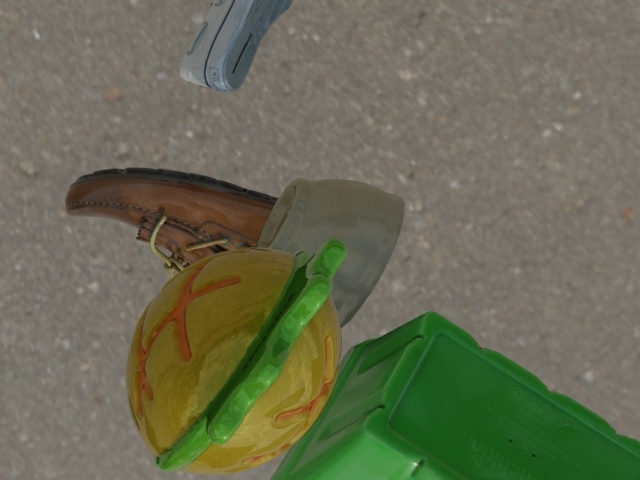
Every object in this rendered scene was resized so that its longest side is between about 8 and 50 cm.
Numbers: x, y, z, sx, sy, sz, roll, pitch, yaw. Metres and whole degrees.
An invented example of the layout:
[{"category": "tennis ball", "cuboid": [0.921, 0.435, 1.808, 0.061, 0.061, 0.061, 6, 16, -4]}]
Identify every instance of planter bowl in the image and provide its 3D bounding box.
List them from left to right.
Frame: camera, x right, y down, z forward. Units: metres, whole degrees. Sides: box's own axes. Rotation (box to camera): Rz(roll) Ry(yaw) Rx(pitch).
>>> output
[{"category": "planter bowl", "cuboid": [0.000, 0.000, 1.434, 0.109, 0.162, 0.162, 29, 108, -14]}]

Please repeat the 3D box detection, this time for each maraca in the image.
[{"category": "maraca", "cuboid": [-0.037, 0.055, 0.658, 0.099, 0.186, 0.127, 32, 71, -9]}]

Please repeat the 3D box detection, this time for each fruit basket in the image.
[{"category": "fruit basket", "cuboid": [0.143, 0.276, 1.444, 0.283, 0.392, 0.392, -57, 142, -38]}]

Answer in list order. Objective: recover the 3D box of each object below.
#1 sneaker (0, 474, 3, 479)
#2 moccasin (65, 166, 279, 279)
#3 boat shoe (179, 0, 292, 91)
[{"category": "sneaker", "cuboid": [-0.495, 0.299, 2.020, 0.070, 0.051, 0.134, -43, 94, -27]}, {"category": "moccasin", "cuboid": [-0.130, 0.001, 1.701, 0.380, 0.139, 0.147, 14, 87, -7]}, {"category": "boat shoe", "cuboid": [-0.095, -0.272, 1.590, 0.226, 0.076, 0.083, -62, 151, -28]}]
